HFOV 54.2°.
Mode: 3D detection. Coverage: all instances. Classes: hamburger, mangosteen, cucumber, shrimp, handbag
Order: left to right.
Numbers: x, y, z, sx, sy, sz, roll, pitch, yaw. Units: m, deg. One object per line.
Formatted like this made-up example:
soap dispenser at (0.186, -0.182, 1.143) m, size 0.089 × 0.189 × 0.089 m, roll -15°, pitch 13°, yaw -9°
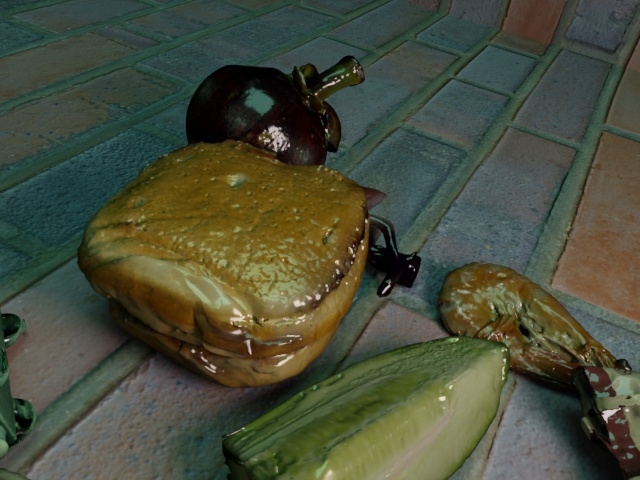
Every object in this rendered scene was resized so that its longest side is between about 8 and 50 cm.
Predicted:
hamburger at (-0.099, 0.014, 0.734) m, size 0.305 × 0.174 × 0.284 m, roll 26°, pitch 54°, yaw 14°
mangosteen at (-0.066, -0.194, 0.968) m, size 0.231 × 0.289 × 0.231 m, roll 44°, pitch 8°, yaw -8°
cucumber at (0.065, 0.193, 0.629) m, size 0.325 × 0.105 × 0.145 m, roll -23°, pitch 21°, yaw -37°
shrimp at (0.279, 0.128, 0.808) m, size 0.154 × 0.062 × 0.294 m, roll -33°, pitch 51°, yaw -28°
handbag at (0.408, 0.221, 0.653) m, size 0.235 × 0.127 × 0.213 m, roll 5°, pitch 41°, yaw -8°

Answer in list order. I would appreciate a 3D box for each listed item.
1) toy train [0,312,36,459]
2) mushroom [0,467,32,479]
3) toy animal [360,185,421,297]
toy train at (-0.375, 0.128, 0.608) m, size 0.157 × 0.105 × 0.253 m, roll -21°, pitch 44°, yaw -18°
mushroom at (-0.246, 0.278, 0.406) m, size 0.248 × 0.130 × 0.344 m, roll -15°, pitch 43°, yaw -38°
toy animal at (-0.011, -0.017, 0.896) m, size 0.324 × 0.090 × 0.195 m, roll 8°, pitch 45°, yaw -1°
